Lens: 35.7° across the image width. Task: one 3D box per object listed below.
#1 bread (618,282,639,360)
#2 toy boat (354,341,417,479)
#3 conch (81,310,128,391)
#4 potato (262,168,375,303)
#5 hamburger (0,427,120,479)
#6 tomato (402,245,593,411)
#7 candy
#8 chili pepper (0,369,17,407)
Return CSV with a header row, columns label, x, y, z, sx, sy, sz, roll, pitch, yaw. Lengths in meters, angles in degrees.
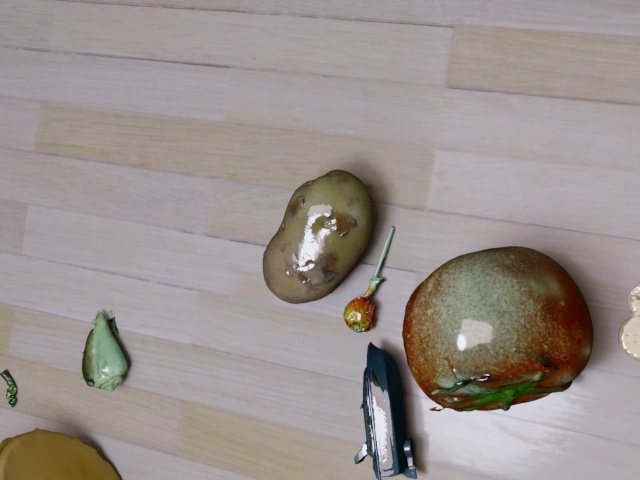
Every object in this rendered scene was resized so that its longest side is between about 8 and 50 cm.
label,x,y,z,sx,sy,sz,roll,pitch,yaw
bread,0.598,0.161,1.559,0.251,0.039,0.181,9,92,24
toy boat,0.104,0.300,1.743,0.103,0.093,0.246,-8,85,16
conch,-0.445,0.230,2.003,0.106,0.079,0.170,-24,63,15
potato,0.000,0.000,1.771,0.165,0.165,0.262,34,108,21
hamburger,-0.552,0.575,1.886,0.277,0.396,0.395,-39,74,18
tomato,0.273,0.139,1.593,0.304,0.303,0.239,-20,65,22
candy,0.095,0.069,1.785,0.060,0.060,0.201,21,88,23
chili pepper,-0.662,0.315,2.121,0.027,0.022,0.083,-17,79,-11
